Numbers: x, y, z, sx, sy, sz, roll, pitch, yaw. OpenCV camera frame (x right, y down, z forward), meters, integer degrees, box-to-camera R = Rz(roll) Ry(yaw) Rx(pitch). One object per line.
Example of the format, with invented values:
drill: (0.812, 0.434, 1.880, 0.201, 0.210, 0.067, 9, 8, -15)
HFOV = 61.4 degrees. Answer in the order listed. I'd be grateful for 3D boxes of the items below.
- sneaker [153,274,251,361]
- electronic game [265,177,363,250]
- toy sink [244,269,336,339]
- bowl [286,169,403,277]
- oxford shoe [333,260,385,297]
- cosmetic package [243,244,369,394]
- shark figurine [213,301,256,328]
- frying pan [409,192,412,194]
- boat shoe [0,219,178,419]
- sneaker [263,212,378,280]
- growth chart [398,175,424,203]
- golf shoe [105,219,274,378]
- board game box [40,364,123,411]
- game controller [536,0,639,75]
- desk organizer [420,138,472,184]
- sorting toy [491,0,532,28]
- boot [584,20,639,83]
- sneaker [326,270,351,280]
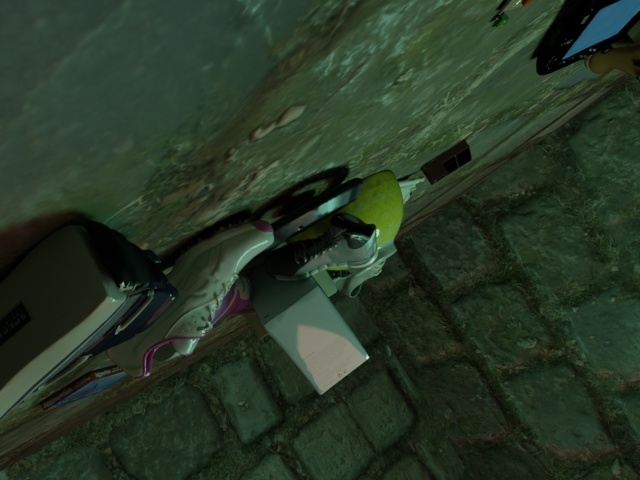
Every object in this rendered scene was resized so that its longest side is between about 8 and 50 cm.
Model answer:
sneaker: (-0.243, 0.159, 1.116, 0.282, 0.102, 0.161, -38, 163, 37)
electronic game: (-0.026, -0.046, 0.946, 0.229, 0.048, 0.229, -29, -179, 0)
toy sink: (-0.100, 0.143, 1.484, 0.234, 0.153, 0.131, -27, 171, -41)
bowl: (0.082, -0.012, 1.204, 0.289, 0.156, 0.289, -32, 172, -5)
oxford shoe: (0.183, 0.051, 1.928, 0.169, 0.130, 0.449, -34, 164, -48)
cosmetic package: (-0.039, 0.162, 1.159, 0.138, 0.225, 0.224, -37, -151, -3)
shark figurine: (-0.126, 0.155, 1.312, 0.278, 0.166, 0.116, -32, 137, -35)
frying pan: (0.146, -0.062, 1.572, 0.197, 0.053, 0.326, -36, 168, 29)
boat shoe: (-0.303, 0.118, 0.564, 0.340, 0.127, 0.158, -34, 165, 5)
sneaker: (0.000, 0.000, 1.018, 0.228, 0.086, 0.132, -11, 145, -8)
growth chart: (0.160, -0.075, 1.410, 0.172, 0.021, 0.237, -11, 146, -49)
golf shoe: (-0.187, 0.085, 0.807, 0.306, 0.140, 0.115, -33, 171, -6)
board game box: (-0.606, 0.383, 1.446, 0.145, 0.027, 0.281, -34, 173, -1)
game controller: (0.442, -0.348, 0.836, 0.166, 0.067, 0.319, -33, 172, 5)
desk organizer: (0.328, -0.200, 1.385, 0.130, 0.050, 0.047, -32, 173, 0)
sorting toy: (0.237, -0.282, 0.634, 0.062, 0.012, 0.083, -29, 172, -25)
boot: (0.710, -0.372, 1.172, 0.109, 0.220, 0.283, -32, 173, -6)
sneaker: (-0.014, 0.088, 1.691, 0.329, 0.130, 0.147, -27, -174, -16)
